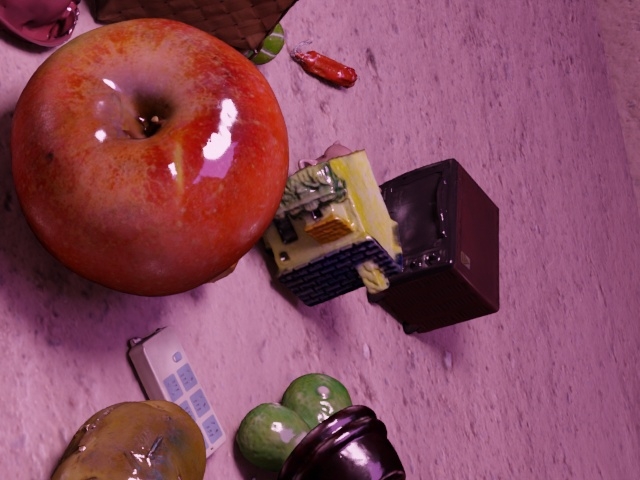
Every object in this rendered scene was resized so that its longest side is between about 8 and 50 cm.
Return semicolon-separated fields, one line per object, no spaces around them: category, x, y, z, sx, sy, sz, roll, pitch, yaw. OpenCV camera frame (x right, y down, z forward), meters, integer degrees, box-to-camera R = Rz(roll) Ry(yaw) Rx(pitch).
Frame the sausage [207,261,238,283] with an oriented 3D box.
sausage;-0.176;-0.113;1.847;0.134;0.116;0.353;18;52;-38

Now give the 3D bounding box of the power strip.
power strip;-0.187;0.205;1.711;0.081;0.035;0.192;-34;102;-58

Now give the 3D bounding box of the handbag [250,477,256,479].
handbag;-0.138;0.408;1.630;0.270;0.089;0.175;-23;99;-58

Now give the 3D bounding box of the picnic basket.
picnic basket;-0.171;-0.476;1.883;0.337;0.293;0.337;16;57;-26

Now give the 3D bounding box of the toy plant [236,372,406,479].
toy plant;0.002;0.287;1.824;0.235;0.175;0.218;41;30;27

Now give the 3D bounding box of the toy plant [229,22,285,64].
toy plant;-0.116;-0.324;2.073;0.162;0.093;0.092;0;72;-59

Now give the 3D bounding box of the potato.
potato;-0.220;0.275;1.508;0.169;0.143;0.248;52;31;-9

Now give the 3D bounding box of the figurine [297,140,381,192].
figurine;0.028;-0.089;2.127;0.125;0.125;0.138;-29;95;-58

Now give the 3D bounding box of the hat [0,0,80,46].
hat;-0.377;-0.353;1.699;0.205;0.089;0.205;35;45;-44

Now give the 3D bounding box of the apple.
apple;-0.207;-0.099;1.603;0.349;0.277;0.348;3;65;-8

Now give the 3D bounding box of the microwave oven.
microwave oven;0.194;0.008;2.269;0.188;0.178;0.247;40;42;-39

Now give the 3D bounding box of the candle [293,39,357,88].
candle;0.008;-0.310;2.299;0.162;0.048;0.053;17;28;-50

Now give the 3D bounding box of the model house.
model house;0.000;0.000;1.961;0.170;0.194;0.211;-24;90;-62
